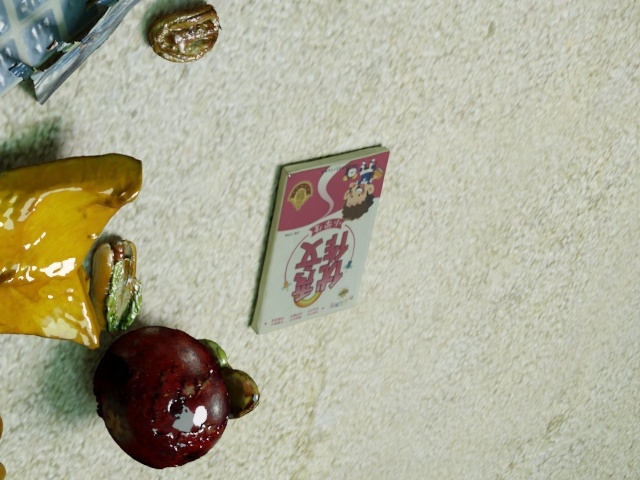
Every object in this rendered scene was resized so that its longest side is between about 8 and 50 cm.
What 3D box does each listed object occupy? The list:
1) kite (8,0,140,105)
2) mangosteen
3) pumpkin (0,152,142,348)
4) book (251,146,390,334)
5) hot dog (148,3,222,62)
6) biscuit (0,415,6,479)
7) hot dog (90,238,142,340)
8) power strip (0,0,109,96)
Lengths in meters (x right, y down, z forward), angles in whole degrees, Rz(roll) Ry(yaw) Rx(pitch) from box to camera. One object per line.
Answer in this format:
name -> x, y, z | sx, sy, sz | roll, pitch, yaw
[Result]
kite -> -0.219, -0.195, 1.649 | 0.169, 0.015, 0.310 | -45, -176, -1
mangosteen -> -0.169, 0.175, 2.028 | 0.180, 0.166, 0.166 | -14, 129, -45
pumpkin -> -0.335, 0.034, 1.809 | 0.290, 0.095, 0.258 | -13, 132, -33
book -> 0.000, 0.000, 2.160 | 0.162, 0.022, 0.232 | -13, 128, -36
hot dog -> -0.139, -0.217, 1.844 | 0.083, 0.035, 0.058 | -21, 129, -31
biscuit -> -0.414, 0.265, 1.965 | 0.138, 0.031, 0.205 | 8, 114, -47
hot dog -> -0.227, 0.055, 1.969 | 0.056, 0.041, 0.133 | -16, 130, -35
power strip -> -0.257, -0.232, 1.646 | 0.367, 0.043, 0.106 | -45, 143, -32
